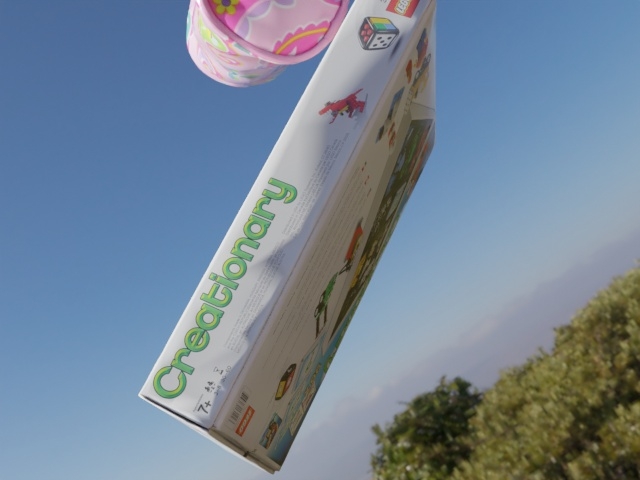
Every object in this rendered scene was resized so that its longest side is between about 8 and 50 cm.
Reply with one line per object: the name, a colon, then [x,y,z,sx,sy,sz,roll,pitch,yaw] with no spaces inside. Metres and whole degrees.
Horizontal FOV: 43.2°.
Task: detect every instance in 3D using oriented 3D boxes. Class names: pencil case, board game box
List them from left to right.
pencil case: [-0.055,-0.198,0.685,0.124,0.124,0.284,-33,11,-5]
board game box: [0.000,0.000,0.559,0.305,0.053,0.193,-63,-16,-18]
